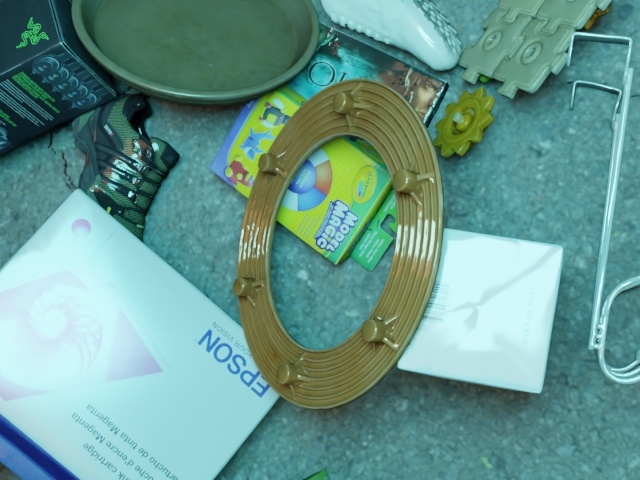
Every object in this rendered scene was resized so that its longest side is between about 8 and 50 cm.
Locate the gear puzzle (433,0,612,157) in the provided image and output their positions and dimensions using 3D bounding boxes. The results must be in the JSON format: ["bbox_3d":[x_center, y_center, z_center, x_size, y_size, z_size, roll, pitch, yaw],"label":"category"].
[{"bbox_3d":[0.239,-0.223,1.121,0.044,0.175,0.339,34,94,-30],"label":"gear puzzle"}]

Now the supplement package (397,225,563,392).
[{"bbox_3d":[0.166,0.072,1.048,0.133,0.244,0.139,9,86,12],"label":"supplement package"}]

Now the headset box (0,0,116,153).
[{"bbox_3d":[-0.400,-0.241,1.231,0.283,0.131,0.246,-23,64,9],"label":"headset box"}]

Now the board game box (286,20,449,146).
[{"bbox_3d":[0.039,-0.167,1.210,0.186,0.026,0.126,28,92,13],"label":"board game box"}]

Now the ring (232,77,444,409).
[{"bbox_3d":[0.000,0.000,1.041,0.336,0.032,0.337,-20,65,50],"label":"ring"}]

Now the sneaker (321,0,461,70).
[{"bbox_3d":[0.065,-0.270,1.194,0.095,0.090,0.235,-45,73,17],"label":"sneaker"}]

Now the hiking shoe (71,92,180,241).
[{"bbox_3d":[-0.223,-0.074,1.228,0.114,0.086,0.227,-14,81,14],"label":"hiking shoe"}]

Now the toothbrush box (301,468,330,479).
[{"bbox_3d":[-0.083,0.348,1.058,0.206,0.283,0.122,-29,79,7],"label":"toothbrush box"}]

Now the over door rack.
[{"bbox_3d":[0.309,-0.028,1.029,0.108,0.239,0.325,-4,84,13],"label":"over door rack"}]

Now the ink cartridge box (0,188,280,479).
[{"bbox_3d":[-0.251,0.169,1.128,0.324,0.071,0.330,40,74,-6],"label":"ink cartridge box"}]

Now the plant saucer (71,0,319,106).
[{"bbox_3d":[-0.140,-0.244,1.175,0.277,0.041,0.278,7,48,-7],"label":"plant saucer"}]

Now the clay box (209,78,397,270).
[{"bbox_3d":[-0.005,-0.072,1.182,0.222,0.053,0.127,37,110,14],"label":"clay box"}]
